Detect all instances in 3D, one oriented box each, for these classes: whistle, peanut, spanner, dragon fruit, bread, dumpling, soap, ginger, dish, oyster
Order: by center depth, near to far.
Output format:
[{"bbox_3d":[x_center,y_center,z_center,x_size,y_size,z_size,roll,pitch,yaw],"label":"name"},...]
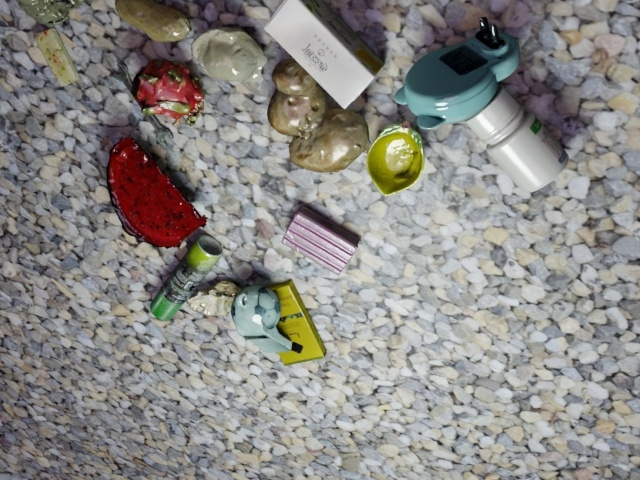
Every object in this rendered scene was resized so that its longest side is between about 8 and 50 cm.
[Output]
[{"bbox_3d":[-0.029,-0.307,1.431,0.304,0.155,0.244,46,146,-19],"label":"ginger"},{"bbox_3d":[-0.225,-0.473,1.437,0.199,0.118,0.136,21,123,-21],"label":"dumpling"},{"bbox_3d":[-0.432,-0.570,1.452,0.214,0.099,0.100,28,119,-2],"label":"peanut"},{"bbox_3d":[0.200,-0.219,1.466,0.148,0.080,0.208,22,120,8],"label":"dish"},{"bbox_3d":[-0.395,-0.385,1.500,0.171,0.160,0.167,22,77,-1],"label":"dragon fruit"},{"bbox_3d":[-0.741,-0.514,1.597,0.068,0.028,0.154,-13,113,18],"label":"bread"},{"bbox_3d":[-0.502,-0.383,1.605,0.054,0.015,0.255,-25,107,26],"label":"spanner"},{"bbox_3d":[0.000,0.000,1.632,0.203,0.065,0.122,31,119,-2],"label":"soap"},{"bbox_3d":[-0.504,-0.124,1.684,0.282,0.100,0.343,-37,99,28],"label":"dragon fruit"},{"bbox_3d":[-0.179,0.226,1.720,0.163,0.164,0.290,-10,149,19],"label":"whistle"},{"bbox_3d":[-0.336,0.182,1.813,0.132,0.072,0.209,33,138,-20],"label":"oyster"}]

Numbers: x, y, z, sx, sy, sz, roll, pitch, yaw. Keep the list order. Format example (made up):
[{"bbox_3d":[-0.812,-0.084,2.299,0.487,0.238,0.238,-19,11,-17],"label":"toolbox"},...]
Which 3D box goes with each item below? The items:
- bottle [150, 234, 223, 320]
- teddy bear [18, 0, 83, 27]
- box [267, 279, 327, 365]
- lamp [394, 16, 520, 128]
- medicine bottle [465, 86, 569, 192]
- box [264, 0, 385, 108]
[{"bbox_3d":[-0.428,0.124,1.789,0.093,0.093,0.330,39,118,-6],"label":"bottle"},{"bbox_3d":[-0.653,-0.756,1.385,0.367,0.224,0.358,-24,107,8],"label":"teddy bear"},{"bbox_3d":[-0.104,0.268,1.804,0.153,0.041,0.279,-17,110,22],"label":"box"},{"bbox_3d":[0.319,-0.373,1.298,0.284,0.209,0.147,-43,136,14],"label":"lamp"},{"bbox_3d":[0.464,-0.240,1.355,0.237,0.139,0.139,44,118,-8],"label":"medicine bottle"},{"bbox_3d":[0.018,-0.454,1.332,0.260,0.194,0.111,45,118,-10],"label":"box"}]
